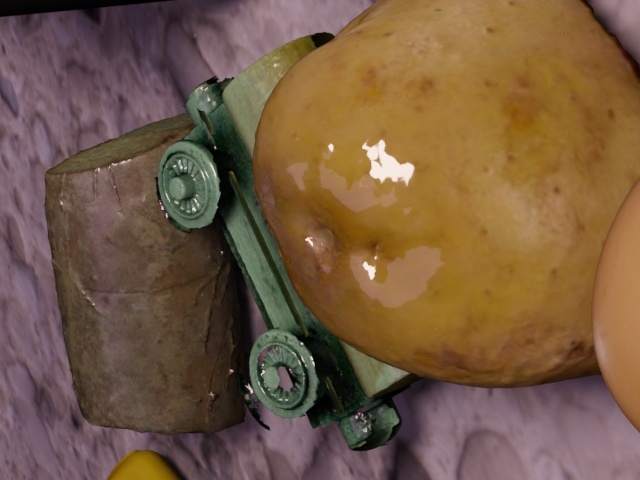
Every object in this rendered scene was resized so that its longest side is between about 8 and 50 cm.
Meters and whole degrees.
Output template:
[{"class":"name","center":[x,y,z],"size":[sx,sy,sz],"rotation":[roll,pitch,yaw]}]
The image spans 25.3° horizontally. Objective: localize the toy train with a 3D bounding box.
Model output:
[{"class":"toy train","center":[-0.005,0.001,1.035],"size":[0.189,0.126,0.307],"rotation":[-39,73,50]}]

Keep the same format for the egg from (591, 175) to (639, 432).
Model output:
[{"class":"egg","center":[0.234,0.027,0.695],"size":[0.201,0.201,0.244],"rotation":[64,149,11]}]

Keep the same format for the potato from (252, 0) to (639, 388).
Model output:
[{"class":"potato","center":[0.079,-0.029,0.857],"size":[0.242,0.243,0.285],"rotation":[-15,95,52]}]

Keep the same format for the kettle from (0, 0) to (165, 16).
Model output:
[{"class":"kettle","center":[-0.208,-0.274,1.032],"size":[0.262,0.308,0.203],"rotation":[37,129,36]}]

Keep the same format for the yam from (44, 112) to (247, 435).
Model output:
[{"class":"yam","center":[-0.146,0.031,1.200],"size":[0.161,0.161,0.268],"rotation":[10,113,49]}]

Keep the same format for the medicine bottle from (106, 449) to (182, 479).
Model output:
[{"class":"medicine bottle","center":[-0.100,0.326,1.319],"size":[0.309,0.076,0.111],"rotation":[47,141,30]}]
